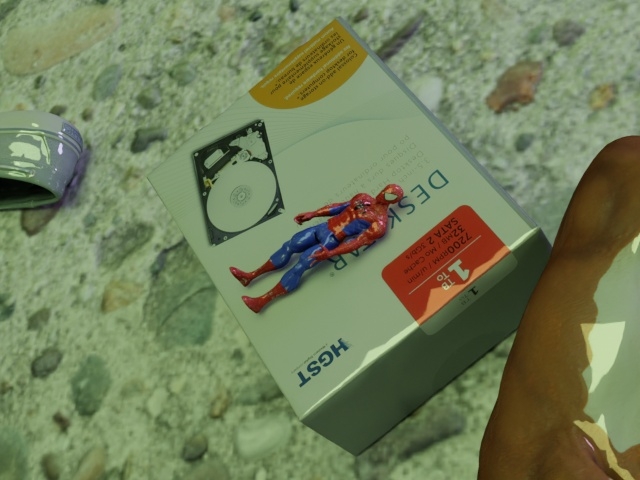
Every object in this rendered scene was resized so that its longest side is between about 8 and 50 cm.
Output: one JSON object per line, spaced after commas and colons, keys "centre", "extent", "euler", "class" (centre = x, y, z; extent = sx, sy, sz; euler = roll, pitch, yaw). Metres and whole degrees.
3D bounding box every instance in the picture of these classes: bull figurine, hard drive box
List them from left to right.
{"centre": [0.018, -0.009, 0.682], "extent": [0.181, 0.089, 0.232], "euler": [-40, 55, 3], "class": "hard drive box"}
{"centre": [0.149, 0.083, 0.504], "extent": [0.188, 0.101, 0.310], "euler": [-9, 63, 69], "class": "bull figurine"}

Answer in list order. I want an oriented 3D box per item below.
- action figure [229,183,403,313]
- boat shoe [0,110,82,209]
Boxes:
{"centre": [0.000, 0.000, 0.615], "extent": [0.115, 0.030, 0.038], "euler": [-32, 51, 7], "class": "action figure"}
{"centre": [-0.311, -0.055, 0.875], "extent": [0.228, 0.079, 0.081], "euler": [-6, 58, 20], "class": "boat shoe"}
